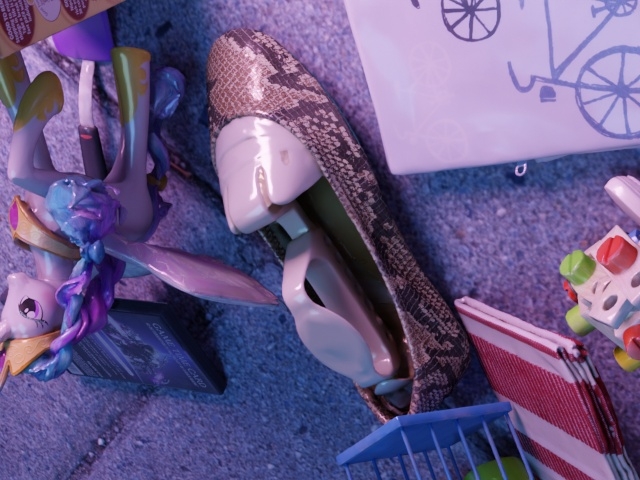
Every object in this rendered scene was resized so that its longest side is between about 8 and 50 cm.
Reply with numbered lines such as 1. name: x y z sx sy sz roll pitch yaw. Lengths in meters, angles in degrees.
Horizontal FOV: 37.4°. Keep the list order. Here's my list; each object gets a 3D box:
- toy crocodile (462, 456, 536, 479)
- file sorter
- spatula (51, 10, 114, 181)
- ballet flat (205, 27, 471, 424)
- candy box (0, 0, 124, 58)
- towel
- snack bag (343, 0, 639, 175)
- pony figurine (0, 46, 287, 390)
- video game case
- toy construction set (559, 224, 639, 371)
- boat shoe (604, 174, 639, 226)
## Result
1. toy crocodile: 0.214 0.404 1.188 0.115 0.105 0.341 -132 28 -53
2. file sorter: 0.129 0.252 1.026 0.118 0.170 0.105 -45 55 43
3. spatula: -0.289 -0.167 1.173 0.084 0.030 0.297 9 123 11
4. ballet flat: 0.000 0.000 1.022 0.164 0.182 0.483 -23 104 39
5. candy box: -0.293 -0.265 0.943 0.182 0.316 0.088 3 118 26
6. towel: 0.266 0.221 1.019 0.329 0.037 0.237 64 167 -15
7. snack bag: 0.176 -0.218 0.899 0.342 0.037 0.323 -7 113 30
8. pony figurine: -0.237 -0.026 1.059 0.302 0.351 0.364 3 92 39
9. video game case: -0.285 0.140 1.305 0.274 0.026 0.196 2 142 26
10. toy construction set: 0.326 0.104 0.876 0.151 0.215 0.328 -28 117 26
11. boat shoe: 0.361 -0.013 0.905 0.184 0.066 0.063 38 97 12
